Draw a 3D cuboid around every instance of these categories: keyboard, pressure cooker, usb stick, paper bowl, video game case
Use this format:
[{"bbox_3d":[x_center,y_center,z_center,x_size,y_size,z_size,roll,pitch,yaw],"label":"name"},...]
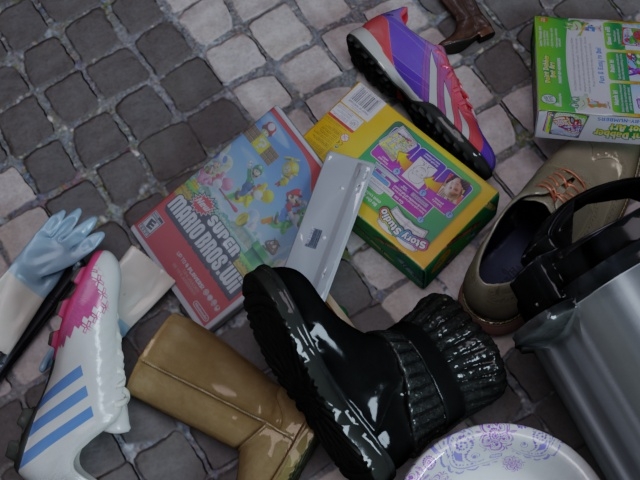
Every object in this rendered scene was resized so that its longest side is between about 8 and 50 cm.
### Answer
[{"bbox_3d":[0.000,0.000,1.702,0.072,0.014,0.256,16,77,21],"label":"keyboard"},{"bbox_3d":[0.450,0.110,1.548,0.375,0.370,0.420,-32,71,14],"label":"pressure cooker"},{"bbox_3d":[-0.440,0.119,1.762,0.077,0.045,0.278,33,72,6],"label":"usb stick"},{"bbox_3d":[0.227,0.385,1.569,0.284,0.148,0.284,-1,67,2],"label":"paper bowl"},{"bbox_3d":[-0.112,-0.030,1.773,0.285,0.025,0.204,-39,70,6],"label":"video game case"}]

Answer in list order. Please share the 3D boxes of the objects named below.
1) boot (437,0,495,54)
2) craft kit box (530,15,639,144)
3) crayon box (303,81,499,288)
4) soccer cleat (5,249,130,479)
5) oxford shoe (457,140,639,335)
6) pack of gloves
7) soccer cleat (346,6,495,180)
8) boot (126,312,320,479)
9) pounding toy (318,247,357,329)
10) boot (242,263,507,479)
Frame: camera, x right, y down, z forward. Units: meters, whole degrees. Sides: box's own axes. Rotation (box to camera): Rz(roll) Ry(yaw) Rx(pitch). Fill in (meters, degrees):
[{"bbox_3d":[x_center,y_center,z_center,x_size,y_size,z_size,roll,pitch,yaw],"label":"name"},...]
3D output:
[{"bbox_3d":[0.205,-0.352,1.934,0.106,0.037,0.114,-20,71,-20],"label":"boot"},{"bbox_3d":[0.436,-0.237,1.818,0.246,0.061,0.250,7,43,3],"label":"craft kit box"},{"bbox_3d":[0.102,-0.082,1.803,0.278,0.081,0.165,41,75,17],"label":"crayon box"},{"bbox_3d":[-0.307,0.183,1.677,0.143,0.116,0.331,19,89,1],"label":"soccer cleat"},{"bbox_3d":[0.341,-0.042,1.740,0.140,0.146,0.397,31,71,17],"label":"oxford shoe"},{"bbox_3d":[-0.355,0.084,1.755,0.195,0.046,0.232,41,81,-9],"label":"pack of gloves"},{"bbox_3d":[0.172,-0.225,1.847,0.116,0.109,0.318,-36,67,-10],"label":"soccer cleat"},{"bbox_3d":[-0.149,0.258,1.677,0.269,0.089,0.236,28,66,15],"label":"boot"},{"bbox_3d":[-0.013,0.111,1.717,0.141,0.100,0.130,-34,70,-12],"label":"pounding toy"},{"bbox_3d":[0.073,0.129,1.621,0.260,0.131,0.348,-36,106,-24],"label":"boot"}]
